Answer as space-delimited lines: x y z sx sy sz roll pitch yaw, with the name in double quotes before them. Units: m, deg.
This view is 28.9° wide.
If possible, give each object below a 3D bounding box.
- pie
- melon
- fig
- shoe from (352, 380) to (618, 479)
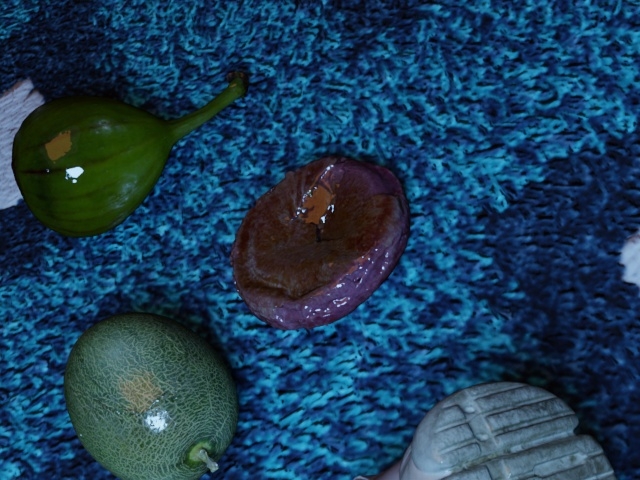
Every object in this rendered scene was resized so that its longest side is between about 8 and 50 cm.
"pie" 0.000 0.000 1.126 0.182 0.049 0.182 -20 45 22
"melon" -0.143 0.137 1.060 0.139 0.139 0.192 -47 49 -5
"fig" -0.189 -0.091 1.290 0.259 0.151 0.151 -14 47 -11
"shoe" 0.122 0.279 0.788 0.198 0.172 0.351 -42 55 52
